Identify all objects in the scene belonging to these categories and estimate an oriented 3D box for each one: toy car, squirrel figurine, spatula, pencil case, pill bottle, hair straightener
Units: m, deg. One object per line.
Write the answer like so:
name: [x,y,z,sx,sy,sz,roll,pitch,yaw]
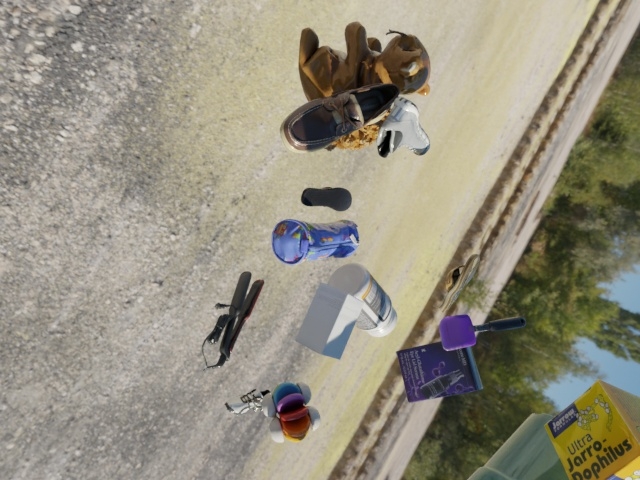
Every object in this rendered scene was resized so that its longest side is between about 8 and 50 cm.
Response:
toy car: [-0.090,0.515,1.354,0.159,0.182,0.136,-15,148,-17]
squirrel figurine: [0.141,-0.448,1.346,0.281,0.370,0.397,24,72,-68]
spatula: [0.439,0.230,1.176,0.296,0.084,0.030,-2,163,-28]
pencil case: [0.000,0.000,1.245,0.306,0.133,0.120,-4,101,-56]
pill bottle: [0.152,0.214,1.538,0.162,0.162,0.278,-54,131,-16]
hair straightener: [-0.201,0.165,0.938,0.089,0.047,0.231,41,63,-34]

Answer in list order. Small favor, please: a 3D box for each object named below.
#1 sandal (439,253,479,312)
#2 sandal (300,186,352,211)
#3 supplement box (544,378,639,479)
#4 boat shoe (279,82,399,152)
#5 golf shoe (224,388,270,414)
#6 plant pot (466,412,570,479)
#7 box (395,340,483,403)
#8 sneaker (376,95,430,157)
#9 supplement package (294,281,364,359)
sandal: [0.336,0.104,1.109,0.072,0.049,0.180,-20,141,-46]
sandal: [0.015,-0.119,1.212,0.179,0.040,0.067,3,107,-38]
supplement box: [0.765,0.515,1.041,0.194,0.356,0.195,-60,-167,27]
boat shoe: [0.058,-0.321,1.109,0.341,0.123,0.123,-25,95,-26]
golf shoe: [-0.277,0.610,1.705,0.198,0.077,0.094,12,113,-48]
plant pot: [0.641,0.717,1.293,0.334,0.341,0.341,-41,149,-21]
box: [0.347,0.377,1.295,0.108,0.207,0.153,26,47,-60]
sneaker: [0.202,-0.255,1.144,0.132,0.086,0.228,-52,146,-2]
supplement package: [0.027,0.227,1.245,0.105,0.105,0.179,35,77,-52]
